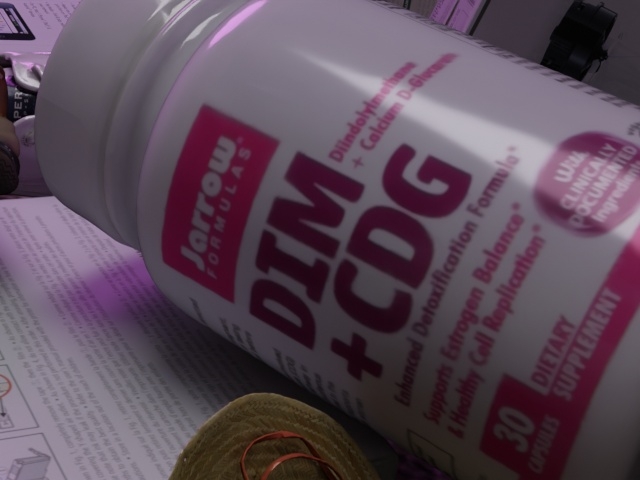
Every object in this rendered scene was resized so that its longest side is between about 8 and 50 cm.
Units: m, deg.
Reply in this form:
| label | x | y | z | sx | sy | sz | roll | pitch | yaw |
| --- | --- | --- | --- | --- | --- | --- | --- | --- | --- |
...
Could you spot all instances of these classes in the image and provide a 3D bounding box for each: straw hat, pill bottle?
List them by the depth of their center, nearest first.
| label | x | y | z | sx | sy | sz | roll | pitch | yaw |
| --- | --- | --- | --- | --- | --- | --- | --- | --- | --- |
| straw hat | -0.027 | 0.131 | 0.412 | 0.061 | 0.145 | 0.144 | -25 | 4 | 35 |
| pill bottle | 0.028 | -0.012 | 0.492 | 0.283 | 0.160 | 0.160 | 28 | 30 | 25 |

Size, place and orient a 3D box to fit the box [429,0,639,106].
| label | x | y | z | sx | sy | sz | roll | pitch | yaw |
| --- | --- | --- | --- | --- | --- | --- | --- | --- | --- |
| box | 0.210 | -0.091 | 0.764 | 0.289 | 0.169 | 0.087 | 21 | 21 | -14 |

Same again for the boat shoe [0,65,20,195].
| label | x | y | z | sx | sy | sz | roll | pitch | yaw |
| --- | --- | --- | --- | --- | --- | --- | --- | --- | --- |
| boat shoe | -0.267 | -0.078 | 0.617 | 0.324 | 0.120 | 0.122 | 0 | 5 | 39 |

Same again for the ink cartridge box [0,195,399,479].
| label | x | y | z | sx | sy | sz | roll | pitch | yaw |
| --- | --- | --- | --- | --- | --- | --- | --- | --- | --- |
| ink cartridge box | -0.135 | 0.061 | 0.533 | 0.238 | 0.060 | 0.275 | -6 | 29 | -29 |

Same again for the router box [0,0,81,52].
| label | x | y | z | sx | sy | sz | roll | pitch | yaw |
| --- | --- | --- | --- | --- | --- | --- | --- | --- | --- |
| router box | -0.248 | -0.165 | 0.949 | 0.301 | 0.082 | 0.335 | -3 | 27 | -25 |

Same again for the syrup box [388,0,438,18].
| label | x | y | z | sx | sy | sz | roll | pitch | yaw |
| --- | --- | --- | --- | --- | --- | --- | --- | --- | --- |
| syrup box | 0.020 | -0.256 | 1.221 | 0.236 | 0.096 | 0.093 | -1 | 29 | -23 |

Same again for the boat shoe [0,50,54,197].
| label | x | y | z | sx | sy | sz | roll | pitch | yaw |
| --- | --- | --- | --- | --- | --- | --- | --- | --- | --- |
| boat shoe | -0.165 | -0.066 | 0.699 | 0.258 | 0.095 | 0.084 | -5 | -13 | 16 |
